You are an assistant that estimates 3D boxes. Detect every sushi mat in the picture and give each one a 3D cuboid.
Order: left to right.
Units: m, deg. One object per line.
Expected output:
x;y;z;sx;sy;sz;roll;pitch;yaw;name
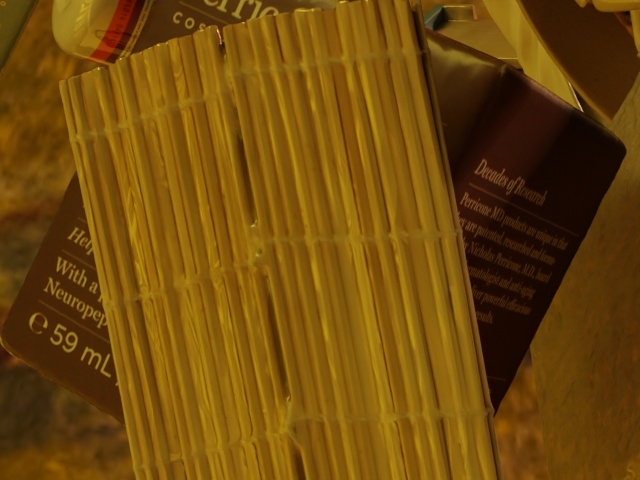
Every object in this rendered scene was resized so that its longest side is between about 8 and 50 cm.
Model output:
-0.005;0.074;0.712;0.151;0.019;0.316;-10;92;25;sushi mat

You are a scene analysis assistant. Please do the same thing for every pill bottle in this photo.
-0.107;-0.243;1.978;0.323;0.181;0.181;15;115;-21;pill bottle

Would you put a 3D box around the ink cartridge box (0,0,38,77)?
-0.139;-0.298;0.925;0.151;0.270;0.395;22;147;-12;ink cartridge box

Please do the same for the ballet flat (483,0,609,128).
0.208;-0.170;1.441;0.139;0.139;0.400;-18;108;8;ballet flat

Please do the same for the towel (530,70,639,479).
0.166;0.024;0.896;0.049;0.187;0.282;5;143;-13;towel

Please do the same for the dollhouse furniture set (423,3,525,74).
0.224;-0.120;1.981;0.286;0.303;0.198;3;116;23;dollhouse furniture set

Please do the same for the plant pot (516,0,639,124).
0.247;-0.199;1.052;0.191;0.284;0.284;-31;116;-22;plant pot

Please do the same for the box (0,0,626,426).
0.000;0.000;0.836;0.168;0.167;0.203;27;95;27;box

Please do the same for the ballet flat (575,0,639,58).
0.118;-0.105;0.657;0.080;0.232;0.073;0;82;26;ballet flat
